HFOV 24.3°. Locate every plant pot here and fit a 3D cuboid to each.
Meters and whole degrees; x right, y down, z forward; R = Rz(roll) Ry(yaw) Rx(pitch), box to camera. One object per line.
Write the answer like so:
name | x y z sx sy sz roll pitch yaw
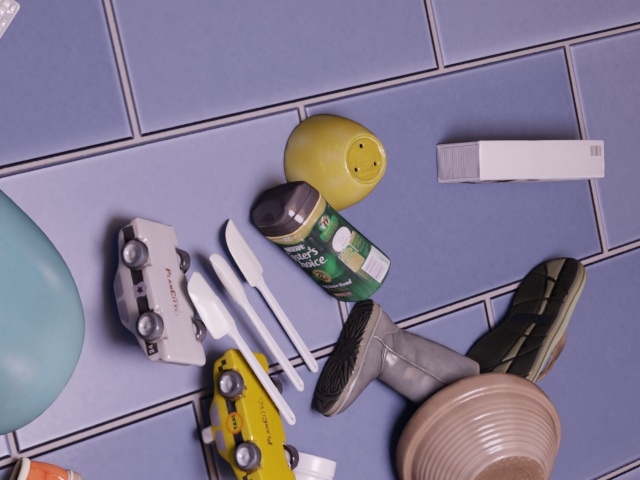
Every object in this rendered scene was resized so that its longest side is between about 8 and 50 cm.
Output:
plant pot | 0.230 0.306 2.028 0.237 0.109 0.237 -9 123 -14
plant pot | -0.395 0.079 1.583 0.235 0.293 0.293 42 66 -43
plant pot | 0.033 -0.105 1.977 0.134 0.095 0.134 1 89 -35

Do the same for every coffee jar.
coffee jar | 0.000 0.000 1.952 0.184 0.096 0.079 43 64 -25

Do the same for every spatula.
spatula | -0.082 0.111 1.902 0.242 0.019 0.168 59 26 -21

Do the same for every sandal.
sandal | 0.305 0.153 2.149 0.303 0.120 0.086 -50 129 -24

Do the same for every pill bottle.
pill bottle | -0.032 0.362 1.923 0.094 0.094 0.169 21 78 -32

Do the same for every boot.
boot | 0.109 0.199 2.035 0.208 0.076 0.189 39 69 -29
boot | -0.347 0.332 1.738 0.085 0.059 0.158 29 65 -27

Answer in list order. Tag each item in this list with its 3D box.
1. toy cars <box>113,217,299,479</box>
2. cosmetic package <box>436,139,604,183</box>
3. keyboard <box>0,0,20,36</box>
toy cars | -0.155 0.155 1.847 0.393 0.087 0.176 56 27 -18
cosmetic package | 0.291 -0.113 2.151 0.239 0.099 0.060 -3 93 -34
keyboard | -0.439 -0.191 1.709 0.072 0.014 0.256 38 69 -27
